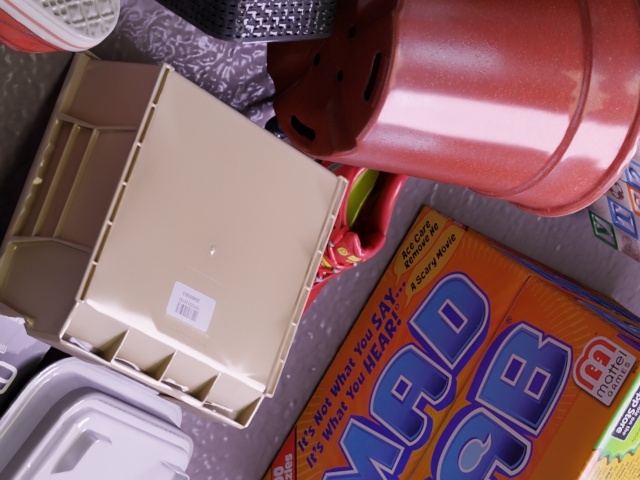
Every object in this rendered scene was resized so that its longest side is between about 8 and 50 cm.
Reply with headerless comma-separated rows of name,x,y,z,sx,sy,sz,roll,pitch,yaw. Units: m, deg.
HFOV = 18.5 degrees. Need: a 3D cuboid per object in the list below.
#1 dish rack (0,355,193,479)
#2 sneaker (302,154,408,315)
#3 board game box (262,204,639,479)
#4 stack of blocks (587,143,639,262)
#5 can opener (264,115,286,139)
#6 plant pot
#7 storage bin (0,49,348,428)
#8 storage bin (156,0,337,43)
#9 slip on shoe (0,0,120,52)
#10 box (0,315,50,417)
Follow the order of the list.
dish rack,-0.260,0.281,1.860,0.333,0.072,0.285,-52,152,0
sneaker,0.000,0.000,1.918,0.107,0.118,0.279,23,101,-43
board game box,0.235,0.237,2.072,0.356,0.356,0.356,24,98,-43
stack of blocks,0.320,-0.115,2.067,0.087,0.171,0.297,-36,132,-16
can opener,0.020,-0.147,1.898,0.186,0.059,0.073,-37,88,-24
plant pot,0.112,-0.163,1.766,0.265,0.272,0.272,3,112,-33
storage bin,-0.134,0.003,1.760,0.262,0.123,0.260,32,73,-44
storage bin,-0.075,-0.238,1.683,0.122,0.180,0.084,-8,118,-35
slip on shoe,-0.307,-0.252,1.550,0.331,0.101,0.123,37,54,-34
box,-0.399,0.089,1.690,0.307,0.076,0.242,35,91,-44
